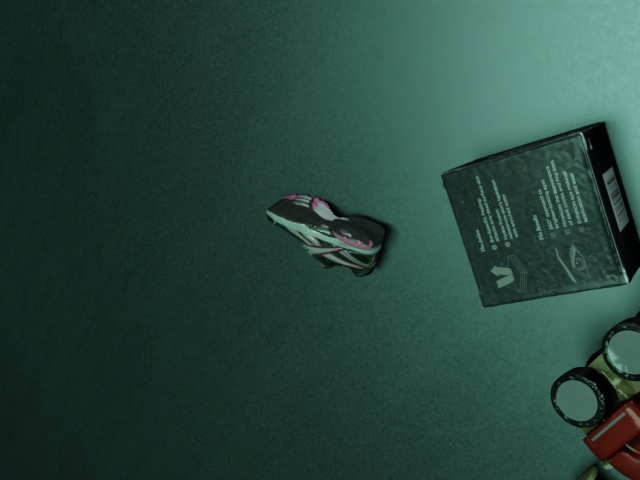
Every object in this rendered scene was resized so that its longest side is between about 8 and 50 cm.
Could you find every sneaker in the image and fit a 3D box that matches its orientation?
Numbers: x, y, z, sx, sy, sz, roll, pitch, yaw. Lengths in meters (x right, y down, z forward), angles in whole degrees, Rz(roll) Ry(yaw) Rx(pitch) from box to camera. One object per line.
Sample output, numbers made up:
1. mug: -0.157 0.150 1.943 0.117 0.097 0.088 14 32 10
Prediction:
1. sneaker: 0.000 0.000 0.941 0.178 0.072 0.077 26 130 33

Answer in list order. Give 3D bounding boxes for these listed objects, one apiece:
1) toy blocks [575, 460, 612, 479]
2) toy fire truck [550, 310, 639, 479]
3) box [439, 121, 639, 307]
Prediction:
1. toy blocks: 0.370 0.305 0.785 0.148 0.054 0.123 42 124 17
2. toy fire truck: 0.394 0.166 0.680 0.246 0.158 0.217 50 127 24
3. box: 0.234 -0.026 0.745 0.158 0.093 0.156 -15 97 37
